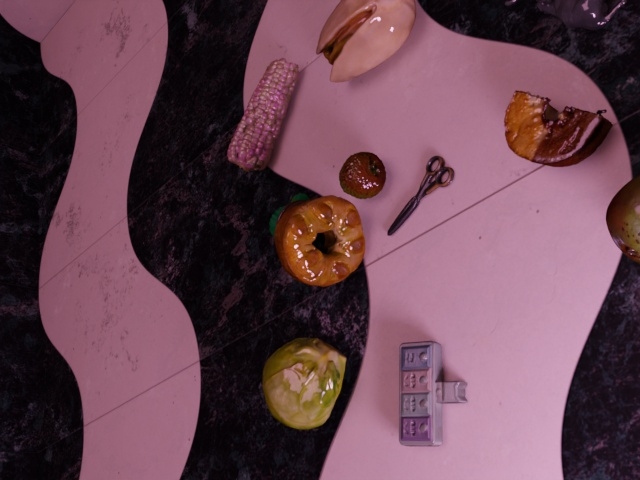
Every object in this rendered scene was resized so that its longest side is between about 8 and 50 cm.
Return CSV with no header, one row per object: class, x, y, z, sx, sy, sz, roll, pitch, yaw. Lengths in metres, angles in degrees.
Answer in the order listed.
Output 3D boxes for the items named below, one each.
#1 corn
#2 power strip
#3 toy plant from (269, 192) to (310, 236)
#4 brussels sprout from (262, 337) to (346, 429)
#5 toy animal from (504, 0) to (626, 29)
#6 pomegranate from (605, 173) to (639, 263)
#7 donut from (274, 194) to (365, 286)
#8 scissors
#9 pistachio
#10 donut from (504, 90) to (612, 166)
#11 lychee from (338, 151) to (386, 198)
corn,-0.162,-0.356,2.162,0.127,0.127,0.335,24,95,47
power strip,0.236,0.318,1.580,0.145,0.061,0.215,-10,71,37
toy plant,-0.070,-0.056,1.985,0.143,0.105,0.200,-59,32,2
brussels sprout,-0.039,0.334,1.775,0.223,0.161,0.223,-28,52,42
toy animal,0.504,-0.509,1.542,0.269,0.082,0.137,39,105,45
pomegranate,0.585,-0.049,1.260,0.210,0.180,0.180,-38,46,-5
donut,0.000,0.002,1.804,0.114,0.226,0.226,6,81,57
scissors,0.222,-0.094,1.752,0.220,0.017,0.088,-52,47,22
pistachio,0.114,-0.529,1.907,0.299,0.187,0.187,-35,54,41
donut,0.458,-0.211,1.492,0.217,0.085,0.141,38,106,47
lychee,0.103,-0.156,1.829,0.146,0.114,0.114,145,128,-58
